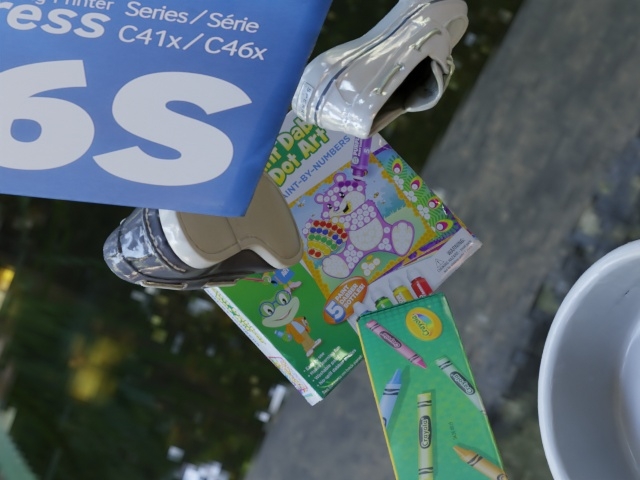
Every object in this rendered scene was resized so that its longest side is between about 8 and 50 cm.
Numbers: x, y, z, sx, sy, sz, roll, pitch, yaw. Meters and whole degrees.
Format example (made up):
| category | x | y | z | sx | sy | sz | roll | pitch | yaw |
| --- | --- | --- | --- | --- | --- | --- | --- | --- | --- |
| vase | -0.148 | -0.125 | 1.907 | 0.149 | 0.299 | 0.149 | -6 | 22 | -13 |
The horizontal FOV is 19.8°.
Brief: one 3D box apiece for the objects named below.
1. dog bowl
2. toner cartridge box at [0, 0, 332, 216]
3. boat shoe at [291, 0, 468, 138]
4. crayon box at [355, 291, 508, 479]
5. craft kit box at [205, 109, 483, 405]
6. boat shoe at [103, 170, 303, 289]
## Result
| category | x | y | z | sx | sy | sz | roll | pitch | yaw |
| --- | --- | --- | --- | --- | --- | --- | --- | --- | --- |
| dog bowl | 0.344 | 0.150 | 1.702 | 0.349 | 0.102 | 0.349 | -5 | 83 | 51 |
| toner cartridge box | -0.169 | -0.097 | 0.484 | 0.165 | 0.348 | 0.075 | 113 | 157 | -49 |
| boat shoe | 0.067 | -0.132 | 1.455 | 0.226 | 0.076 | 0.083 | -39 | -26 | -44 |
| crayon box | 0.105 | 0.193 | 1.444 | 0.081 | 0.165 | 0.278 | -16 | 37 | 2 |
| craft kit box | 0.000 | 0.000 | 1.931 | 0.250 | 0.246 | 0.061 | -44 | -3 | -17 |
| boat shoe | -0.072 | -0.005 | 1.166 | 0.065 | 0.206 | 0.075 | -24 | 84 | 19 |
